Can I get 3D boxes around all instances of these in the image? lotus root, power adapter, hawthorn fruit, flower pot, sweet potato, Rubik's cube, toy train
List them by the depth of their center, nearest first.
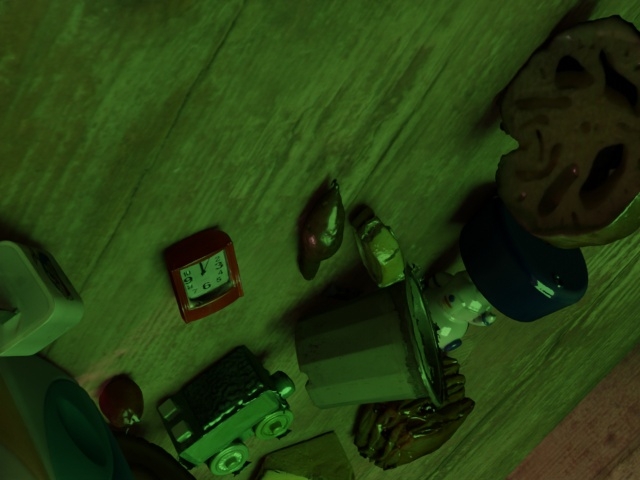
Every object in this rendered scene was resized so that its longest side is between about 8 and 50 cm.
[{"bbox_3d":[-0.416,0.078,1.343,0.125,0.130,0.205,-35,174,0],"label":"power adapter"},{"bbox_3d":[-0.505,0.394,1.543,0.352,0.347,0.351,-34,150,-2],"label":"Rubik's cube"},{"bbox_3d":[0.461,-0.179,1.692,0.111,0.374,0.391,14,86,-42],"label":"lotus root"},{"bbox_3d":[-0.001,0.003,1.777,0.074,0.075,0.269,-19,150,-26],"label":"sweet potato"},{"bbox_3d":[-0.352,0.299,1.816,0.081,0.093,0.081,-26,150,-16],"label":"hawthorn fruit"},{"bbox_3d":[0.098,0.209,1.977,0.259,0.290,0.290,-15,153,13],"label":"flower pot"},{"bbox_3d":[-0.180,0.340,1.996,0.271,0.159,0.188,-36,140,1],"label":"toy train"}]

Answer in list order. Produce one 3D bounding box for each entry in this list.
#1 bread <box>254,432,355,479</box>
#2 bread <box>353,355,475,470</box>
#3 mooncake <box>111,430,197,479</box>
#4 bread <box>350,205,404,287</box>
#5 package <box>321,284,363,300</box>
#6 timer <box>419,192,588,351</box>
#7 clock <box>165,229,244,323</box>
[{"bbox_3d":[-0.059,0.645,2.512,0.236,0.198,0.263,-5,137,-30],"label":"bread"},{"bbox_3d":[0.244,0.459,2.563,0.277,0.167,0.325,-18,144,-28],"label":"bread"},{"bbox_3d":[-0.378,0.553,1.854,0.394,0.393,0.246,29,123,-20],"label":"mooncake"},{"bbox_3d":[0.106,0.012,1.849,0.064,0.117,0.156,-29,149,-8],"label":"bread"},{"bbox_3d":[0.045,0.107,2.021,0.037,0.015,0.110,-49,149,20],"label":"package"},{"bbox_3d":[0.330,0.096,2.108,0.270,0.270,0.383,3,146,-47],"label":"timer"},{"bbox_3d":[-0.195,0.055,1.671,0.113,0.061,0.155,-26,145,-16],"label":"clock"}]
